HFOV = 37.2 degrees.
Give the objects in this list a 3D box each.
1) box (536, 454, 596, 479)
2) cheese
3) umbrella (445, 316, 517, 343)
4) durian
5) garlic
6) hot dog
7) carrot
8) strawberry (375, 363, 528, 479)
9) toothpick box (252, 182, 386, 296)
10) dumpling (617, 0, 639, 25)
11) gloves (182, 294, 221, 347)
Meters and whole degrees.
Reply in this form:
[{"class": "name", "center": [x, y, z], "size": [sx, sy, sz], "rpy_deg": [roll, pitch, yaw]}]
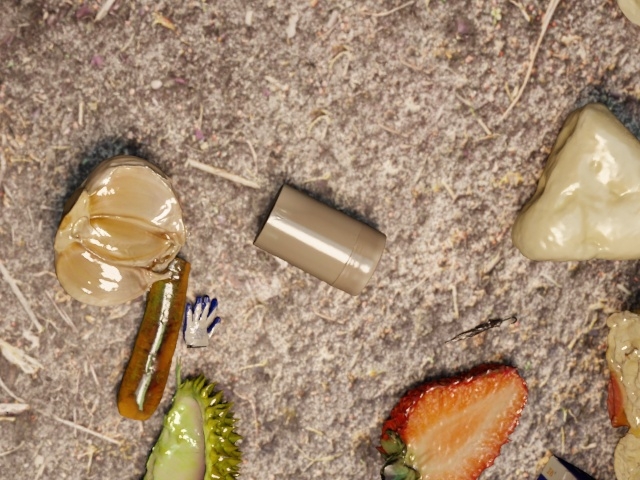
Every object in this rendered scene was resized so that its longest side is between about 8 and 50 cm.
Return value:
[{"class": "box", "center": [0.361, 0.517, 1.500], "size": [0.106, 0.200, 0.299], "rpy_deg": [30, 93, -7]}, {"class": "cheese", "center": [0.436, -0.043, 1.460], "size": [0.247, 0.173, 0.251], "rpy_deg": [33, 91, 0]}, {"class": "umbrella", "center": [0.260, 0.145, 1.542], "size": [0.122, 0.022, 0.013], "rpy_deg": [-18, 124, 7]}, {"class": "durian", "center": [-0.211, 0.377, 1.452], "size": [0.169, 0.157, 0.356], "rpy_deg": [19, 94, 9]}, {"class": "garlic", "center": [-0.302, -0.018, 1.406], "size": [0.178, 0.143, 0.229], "rpy_deg": [23, 97, -27]}, {"class": "hot dog", "center": [0.622, 0.241, 1.489], "size": [0.365, 0.196, 0.367], "rpy_deg": [-13, 102, -24]}, {"class": "carrot", "center": [-0.255, 0.149, 1.464], "size": [0.070, 0.070, 0.260], "rpy_deg": [14, 93, -7]}, {"class": "strawberry", "center": [0.198, 0.300, 1.514], "size": [0.286, 0.106, 0.188], "rpy_deg": [-35, 103, -14]}, {"class": "toothpick box", "center": [0.000, 0.000, 1.450], "size": [0.180, 0.111, 0.111], "rpy_deg": [27, 93, -7]}, {"class": "dumpling", "center": [0.611, -0.424, 1.410], "size": [0.318, 0.187, 0.243], "rpy_deg": [-36, 56, 6]}, {"class": "gloves", "center": [-0.185, 0.126, 1.481], "size": [0.064, 0.026, 0.086], "rpy_deg": [-2, 102, -40]}]
